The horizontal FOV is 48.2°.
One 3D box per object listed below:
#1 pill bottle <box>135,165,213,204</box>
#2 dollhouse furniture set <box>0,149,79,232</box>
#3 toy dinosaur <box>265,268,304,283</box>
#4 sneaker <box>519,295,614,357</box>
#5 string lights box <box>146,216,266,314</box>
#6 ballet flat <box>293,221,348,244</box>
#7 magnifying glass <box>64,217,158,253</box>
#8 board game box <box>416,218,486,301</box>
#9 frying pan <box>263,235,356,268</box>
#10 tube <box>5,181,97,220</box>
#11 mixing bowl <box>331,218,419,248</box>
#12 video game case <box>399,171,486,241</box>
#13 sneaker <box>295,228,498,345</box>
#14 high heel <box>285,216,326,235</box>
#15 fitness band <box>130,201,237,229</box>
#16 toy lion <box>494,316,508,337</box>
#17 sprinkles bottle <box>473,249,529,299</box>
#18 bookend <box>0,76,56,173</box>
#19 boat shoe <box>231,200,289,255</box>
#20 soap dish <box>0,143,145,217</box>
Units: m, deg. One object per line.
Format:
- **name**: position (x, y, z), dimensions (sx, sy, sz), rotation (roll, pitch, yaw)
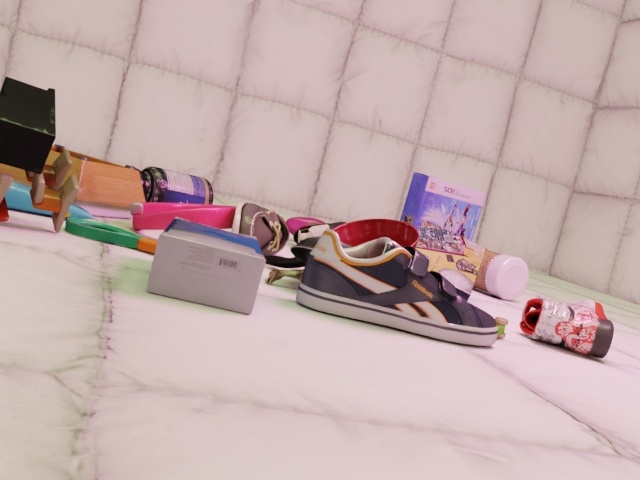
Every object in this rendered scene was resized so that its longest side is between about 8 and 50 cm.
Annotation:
- **pill bottle**: position (-0.389, -0.117, 1.787), dimensions (0.219, 0.122, 0.123), rotation (10, 6, -42)
- **dollhouse furniture set**: position (-0.546, -0.115, 1.120), dimensions (0.262, 0.135, 0.259), rotation (11, 33, -38)
- **toy dinosaur**: position (-0.003, 0.061, 1.201), dimensions (0.183, 0.053, 0.093), rotation (10, 4, -42)
- **sneaker**: position (0.455, 0.146, 1.360), dimensions (0.145, 0.090, 0.270), rotation (17, 7, 9)
- **string lights box**: position (-0.154, 0.026, 0.990), dimensions (0.134, 0.076, 0.260), rotation (14, 4, -8)
- **ballet flat**: position (0.000, 0.000, 1.851), dimensions (0.096, 0.095, 0.280), rotation (2, -2, -21)
- **magnifying glass**: position (-0.316, -0.002, 1.182), dimensions (0.231, 0.026, 0.092), rotation (16, 4, 16)
- **board game box**: position (0.268, 0.046, 1.581), dimensions (0.165, 0.042, 0.243), rotation (26, 29, 10)
- **frying pan**: position (0.022, 0.050, 1.283), dimensions (0.197, 0.053, 0.326), rotation (28, -12, -15)
- **tube**: position (-0.512, -0.071, 1.294), dimensions (0.207, 0.052, 0.080), rotation (15, 12, -35)
- **mixing bowl**: position (0.102, 0.036, 1.389), dimensions (0.182, 0.098, 0.181), rotation (-5, 23, 2)
- **video game case**: position (0.308, -0.024, 1.888), dimensions (0.244, 0.269, 0.061), rotation (10, 8, -40)
- **sneaker**: position (0.132, 0.070, 1.074), dimensions (0.321, 0.127, 0.126), rotation (15, 3, -15)
- **high heel**: position (0.014, -0.012, 2.047), dimensions (0.244, 0.082, 0.117), rotation (27, -6, 0)
- **fitness band**: position (-0.271, -0.052, 1.482), dimensions (0.209, 0.054, 0.291), rotation (0, 4, 3)
- **toy lion**: position (0.254, 0.139, 1.209), dimensions (0.100, 0.034, 0.096), rotation (18, 12, 35)
- **sprinkles bottle**: position (0.429, 0.072, 2.056), dimensions (0.121, 0.121, 0.355), rotation (12, 4, -32)
- **bookend**: position (-0.487, -0.189, 1.073), dimensions (0.157, 0.072, 0.156), rotation (16, 30, -31)
- **boat shoe**: position (-0.123, -0.019, 1.482), dimensions (0.091, 0.109, 0.305), rotation (10, 0, 3)
- **soap dish**: position (-0.554, -0.138, 1.550), dimensions (0.291, 0.118, 0.229), rotation (17, 5, 22)
